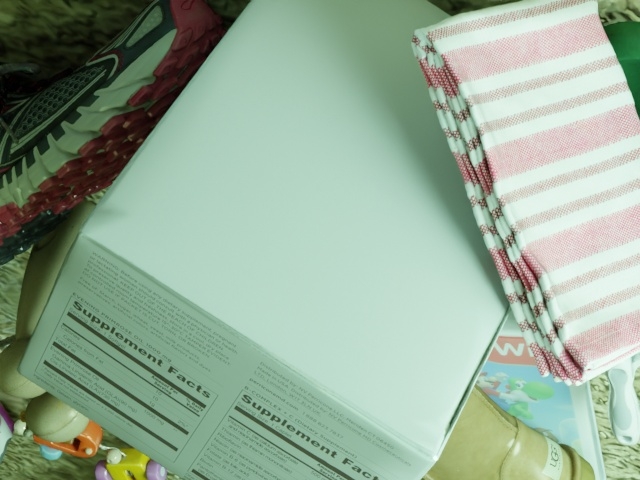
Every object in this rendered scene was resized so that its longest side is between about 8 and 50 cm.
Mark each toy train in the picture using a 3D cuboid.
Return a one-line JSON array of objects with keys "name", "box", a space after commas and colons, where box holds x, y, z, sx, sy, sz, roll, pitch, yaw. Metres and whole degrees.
[{"name": "toy train", "box": [-0.185, 0.183, 1.514, 0.125, 0.046, 0.166, 15, 140, 2]}]

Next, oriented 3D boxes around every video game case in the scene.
[{"name": "video game case", "box": [0.103, 0.141, 1.374, 0.204, 0.025, 0.285, 2, 141, 17]}]

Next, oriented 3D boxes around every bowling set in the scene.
[{"name": "bowling set", "box": [-0.140, 0.078, 1.267, 0.287, 0.154, 0.200, -19, 131, 38]}]

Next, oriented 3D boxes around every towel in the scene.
[{"name": "towel", "box": [0.133, -0.034, 0.967, 0.029, 0.144, 0.197, -23, 88, 45]}]

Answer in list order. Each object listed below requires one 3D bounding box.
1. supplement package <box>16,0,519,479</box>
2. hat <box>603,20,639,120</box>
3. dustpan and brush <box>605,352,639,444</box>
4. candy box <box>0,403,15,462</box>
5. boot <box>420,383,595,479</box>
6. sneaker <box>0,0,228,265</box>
[{"name": "supplement package", "box": [0.000, 0.000, 0.999, 0.204, 0.262, 0.145, 33, 141, -1]}, {"name": "hat", "box": [0.259, -0.049, 1.075, 0.208, 0.183, 0.173, 51, 140, 23]}, {"name": "dustpan and brush", "box": [0.192, 0.053, 1.198, 0.147, 0.060, 0.211, 2, 141, 17]}, {"name": "candy box", "box": [-0.385, 0.129, 1.487, 0.233, 0.071, 0.159, -1, 140, 21]}, {"name": "boot", "box": [0.028, 0.138, 1.309, 0.236, 0.089, 0.269, -33, 124, 30]}, {"name": "sneaker", "box": [-0.181, -0.069, 1.133, 0.299, 0.121, 0.112, -31, 86, 33]}]
